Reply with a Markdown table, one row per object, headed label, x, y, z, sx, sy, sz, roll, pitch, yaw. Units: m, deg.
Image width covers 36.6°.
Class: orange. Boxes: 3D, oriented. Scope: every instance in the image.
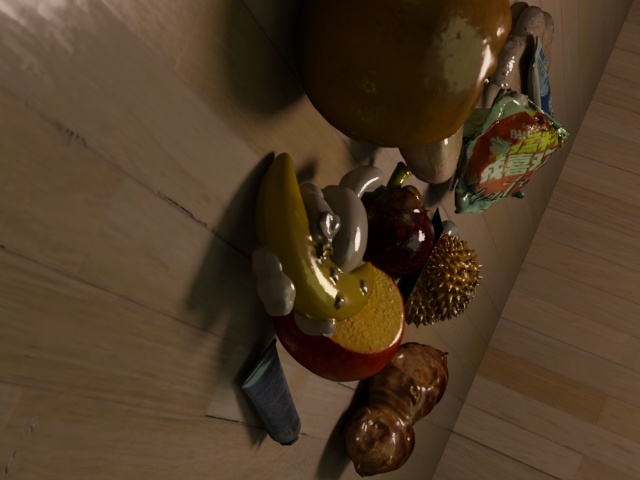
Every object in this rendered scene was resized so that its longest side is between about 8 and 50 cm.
| label | x | y | z | sx | sy | sz | roll | pitch | yaw |
| --- | --- | --- | --- | --- | --- | --- | --- | --- | --- |
| orange | 0.102 | -0.241 | 1.149 | 0.279 | 0.235 | 0.279 | -53 | 162 | -25 |

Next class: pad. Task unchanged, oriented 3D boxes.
| label | x | y | z | sx | sy | sz | roll | pitch | yaw |
| --- | --- | --- | --- | --- | --- | --- | --- | --- | --- |
| pad | 0.194 | 0.030 | 1.866 | 0.170 | 0.006 | 0.245 | -64 | -178 | 12 |

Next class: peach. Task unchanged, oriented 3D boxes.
| label | x | y | z | sx | sy | sz | roll | pitch | yaw |
| --- | --- | --- | --- | --- | --- | --- | --- | --- | --- |
| peach | 0.028 | 0.104 | 1.375 | 0.190 | 0.190 | 0.192 | -59 | 160 | -25 |

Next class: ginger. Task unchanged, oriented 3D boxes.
| label | x | y | z | sx | sy | sz | roll | pitch | yaw |
| --- | --- | --- | --- | --- | --- | --- | --- | --- | --- |
| ginger | 0.168 | 0.362 | 2.077 | 0.357 | 0.152 | 0.274 | -58 | 158 | -23 |

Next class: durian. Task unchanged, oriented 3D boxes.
| label | x | y | z | sx | sy | sz | roll | pitch | yaw |
| --- | --- | --- | --- | --- | --- | --- | --- | --- | --- |
| durian | 0.258 | 0.105 | 2.053 | 0.183 | 0.138 | 0.249 | -55 | 165 | -32 |

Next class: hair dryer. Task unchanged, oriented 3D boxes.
| label | x | y | z | sx | sy | sz | roll | pitch | yaw |
| --- | --- | --- | --- | --- | --- | --- | --- | --- | --- |
| hair dryer | 0.403 | -0.251 | 2.236 | 0.167 | 0.067 | 0.199 | -47 | 168 | -27 |

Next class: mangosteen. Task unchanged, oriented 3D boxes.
| label | x | y | z | sx | sy | sz | roll | pitch | yaw |
| --- | --- | --- | --- | --- | --- | --- | --- | --- | --- |
| mangosteen | 0.101 | -0.032 | 1.537 | 0.146 | 0.156 | 0.181 | -9 | 91 | -39 |

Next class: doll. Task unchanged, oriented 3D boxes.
| label | x | y | z | sx | sy | sz | roll | pitch | yaw |
| --- | --- | --- | --- | --- | --- | --- | --- | --- | --- |
| doll | 0.000 | 0.000 | 1.259 | 0.237 | 0.111 | 0.252 | 16 | 69 | -46 |

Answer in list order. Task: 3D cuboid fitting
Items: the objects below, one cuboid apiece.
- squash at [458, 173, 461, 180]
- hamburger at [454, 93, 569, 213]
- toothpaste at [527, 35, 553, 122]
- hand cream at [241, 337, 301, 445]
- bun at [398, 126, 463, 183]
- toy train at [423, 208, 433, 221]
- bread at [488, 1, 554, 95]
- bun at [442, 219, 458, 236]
| label | x | y | z | sx | sy | sz | roll | pitch | yaw |
| --- | --- | --- | --- | --- | --- | --- | --- | --- | --- |
| squash | 0.337 | -0.187 | 2.099 | 0.052 | 0.052 | 0.183 | -9 | 121 | -68 |
| hamburger | 0.346 | -0.182 | 1.949 | 0.261 | 0.150 | 0.276 | -3 | 139 | -44 |
| toothpaste | 0.448 | -0.304 | 1.981 | 0.069 | 0.047 | 0.268 | -45 | 148 | -11 |
| hand cream | -0.069 | 0.243 | 1.480 | 0.088 | 0.055 | 0.256 | -50 | 152 | -24 |
| bun | 0.161 | -0.210 | 1.510 | 0.210 | 0.116 | 0.237 | 62 | 30 | -60 |
| toy train | 0.148 | -0.009 | 1.764 | 0.176 | 0.074 | 0.118 | -1 | 104 | -68 |
| bread | 0.409 | -0.394 | 1.999 | 0.337 | 0.102 | 0.183 | -9 | 117 | -66 |
| bun | 0.262 | -0.007 | 2.094 | 0.083 | 0.045 | 0.083 | -42 | 158 | -21 |
